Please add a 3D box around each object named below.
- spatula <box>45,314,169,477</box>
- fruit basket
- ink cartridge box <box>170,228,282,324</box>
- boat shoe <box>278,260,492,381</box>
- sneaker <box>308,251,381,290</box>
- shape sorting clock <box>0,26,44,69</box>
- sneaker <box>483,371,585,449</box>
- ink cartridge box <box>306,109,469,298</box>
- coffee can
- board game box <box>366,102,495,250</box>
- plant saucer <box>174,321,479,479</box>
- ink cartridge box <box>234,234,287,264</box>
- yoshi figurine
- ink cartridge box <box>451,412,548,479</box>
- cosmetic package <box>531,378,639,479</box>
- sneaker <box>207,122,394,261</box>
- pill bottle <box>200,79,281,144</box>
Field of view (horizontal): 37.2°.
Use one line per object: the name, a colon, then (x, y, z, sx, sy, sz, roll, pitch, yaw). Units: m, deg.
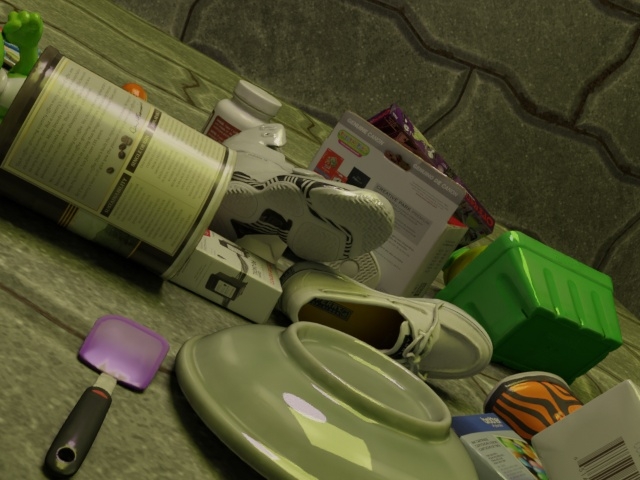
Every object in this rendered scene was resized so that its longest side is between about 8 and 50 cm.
spatula: (-0.208, 0.142, 0.905, 0.084, 0.030, 0.296, 30, 14, -7)
fruit basket: (0.410, 0.105, 2.017, 0.392, 0.283, 0.392, 33, 29, -21)
ink cartridge box: (-0.134, 0.045, 1.352, 0.150, 0.063, 0.109, 28, 14, -17)
boat shoe: (0.114, 0.143, 1.413, 0.367, 0.136, 0.156, 24, 15, -20)
sneaker: (0.000, -0.001, 1.775, 0.256, 0.094, 0.151, 39, -3, -12)
shape sorting clock: (-0.589, -0.370, 1.869, 0.206, 0.040, 0.206, 30, 14, -8)
sneaker: (0.406, 0.317, 1.467, 0.321, 0.124, 0.180, 25, 14, -27)
ink cartridge box: (0.114, -0.058, 1.838, 0.309, 0.272, 0.130, 38, 14, 23)
coffee can: (-0.276, -0.097, 1.240, 0.275, 0.201, 0.201, 29, 14, -16)
board game box: (0.182, -0.106, 1.999, 0.347, 0.208, 0.056, 46, 43, -19)
plant saucer: (0.033, 0.187, 1.075, 0.400, 0.100, 0.400, 28, 9, -5)
ink cartridge box: (-0.148, -0.047, 1.646, 0.115, 0.067, 0.198, 18, 19, -43)
yoshi figurine: (-0.430, -0.218, 1.366, 0.362, 0.203, 0.203, 22, 23, -28)
ink cartridge box: (0.258, 0.320, 1.267, 0.311, 0.065, 0.186, 38, 14, 32)
cosmetic package: (0.456, 0.349, 1.198, 0.385, 0.156, 0.217, 33, 29, -38)
sneaker: (-0.047, -0.085, 1.468, 0.366, 0.137, 0.210, 4, 39, 20)
pill bottle: (-0.165, -0.185, 1.780, 0.121, 0.216, 0.121, 30, 14, -8)
